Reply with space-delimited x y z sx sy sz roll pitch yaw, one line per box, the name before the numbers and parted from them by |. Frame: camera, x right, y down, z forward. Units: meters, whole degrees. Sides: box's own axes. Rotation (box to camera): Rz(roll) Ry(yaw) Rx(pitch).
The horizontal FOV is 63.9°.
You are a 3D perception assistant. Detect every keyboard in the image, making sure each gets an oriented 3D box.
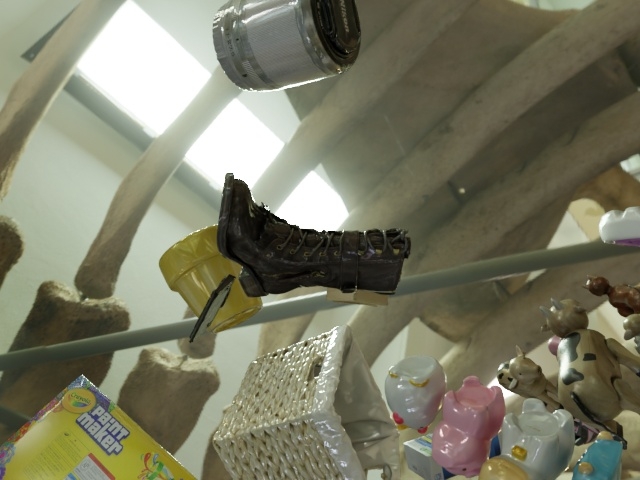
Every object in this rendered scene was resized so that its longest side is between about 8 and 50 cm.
keyboard | -0.237 0.145 1.137 0.023 0.180 0.108 37 -144 5

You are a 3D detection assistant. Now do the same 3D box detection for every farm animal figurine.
farm animal figurine | 0.434 0.198 0.880 0.172 0.330 0.326 33 -158 -3

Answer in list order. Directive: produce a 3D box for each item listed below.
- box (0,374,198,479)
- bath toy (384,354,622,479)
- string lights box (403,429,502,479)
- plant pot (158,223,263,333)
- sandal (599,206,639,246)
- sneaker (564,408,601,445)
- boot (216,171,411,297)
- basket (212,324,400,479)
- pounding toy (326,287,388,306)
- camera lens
box | -0.257 0.385 0.702 0.177 0.290 0.279 -46 -39 -29
bath toy | 0.223 0.280 0.718 0.151 0.348 0.128 -22 -67 -31
string lights box | 0.376 0.568 1.400 0.260 0.133 0.076 -10 -92 -21
plant pot | -0.282 0.116 1.425 0.254 0.254 0.239 -14 -111 -50
sandal | 0.493 -0.001 0.518 0.170 0.416 0.102 0 -93 -20
sneaker | 0.497 0.332 0.978 0.072 0.077 0.178 -121 6 -68
boot | 0.000 0.000 0.659 0.263 0.229 0.091 78 -168 -59
basket | -0.011 0.411 1.077 0.328 0.267 0.331 -65 -46 -69
pounding toy | 0.105 0.138 1.490 0.181 0.206 0.094 12 -101 -33
camera lens | -0.065 -0.449 1.110 0.219 0.274 0.219 7 -99 -57
